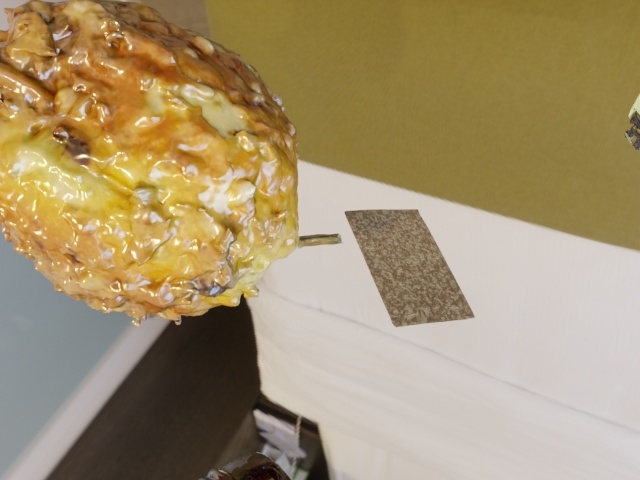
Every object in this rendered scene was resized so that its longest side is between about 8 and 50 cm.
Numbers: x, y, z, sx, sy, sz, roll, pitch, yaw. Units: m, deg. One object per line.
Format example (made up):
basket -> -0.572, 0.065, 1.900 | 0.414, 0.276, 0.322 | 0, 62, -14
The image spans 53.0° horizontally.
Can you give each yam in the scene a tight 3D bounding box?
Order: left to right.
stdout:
yam -> 0.000, 0.000, 1.328 | 0.129, 0.027, 0.033 | -3, 152, 41

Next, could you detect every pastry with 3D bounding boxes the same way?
pastry -> -0.201, -0.098, 0.680 | 0.337, 0.405, 0.292 | 34, 109, -24

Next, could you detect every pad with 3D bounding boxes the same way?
pad -> 0.142, 0.037, 1.050 | 0.158, 0.235, 0.003 | -2, 142, -28

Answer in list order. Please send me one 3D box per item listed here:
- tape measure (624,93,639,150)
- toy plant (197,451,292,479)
tape measure -> 0.672, -0.234, 0.981 | 0.351, 0.098, 0.215 | -4, 137, -12
toy plant -> -0.150, 0.465, 1.024 | 0.175, 0.235, 0.218 | 35, 148, 23
